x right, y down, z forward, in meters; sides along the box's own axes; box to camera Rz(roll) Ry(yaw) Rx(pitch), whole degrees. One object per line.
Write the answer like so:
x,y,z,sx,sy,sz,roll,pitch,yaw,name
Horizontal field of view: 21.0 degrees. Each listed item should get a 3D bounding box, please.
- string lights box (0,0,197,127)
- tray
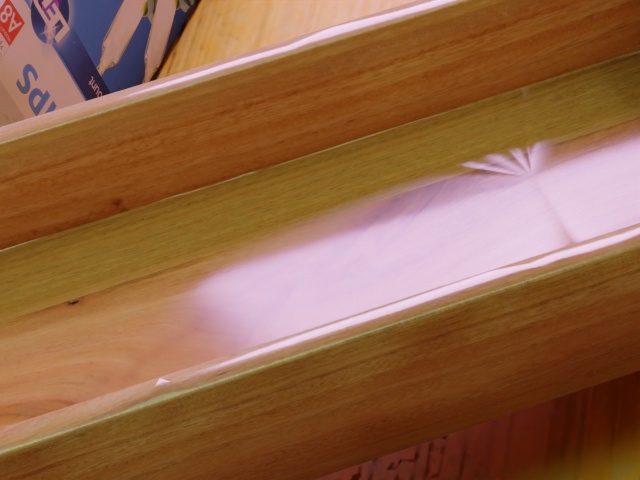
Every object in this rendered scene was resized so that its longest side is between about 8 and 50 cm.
-0.133,-0.161,0.967,0.076,0.133,0.260,7,55,28,string lights box
0.000,0.000,0.723,0.410,0.076,0.203,-17,39,-5,tray
